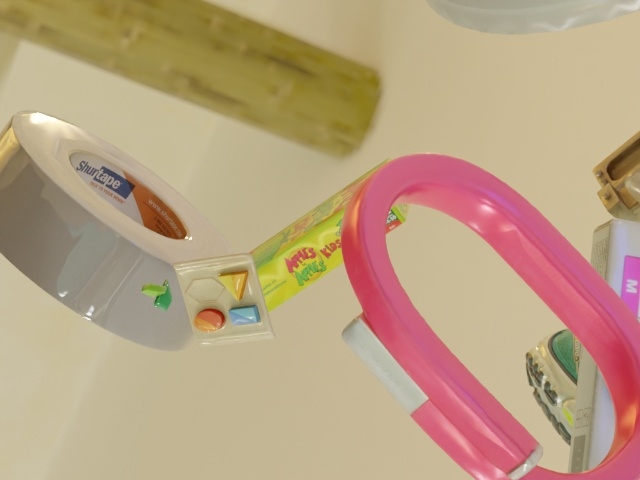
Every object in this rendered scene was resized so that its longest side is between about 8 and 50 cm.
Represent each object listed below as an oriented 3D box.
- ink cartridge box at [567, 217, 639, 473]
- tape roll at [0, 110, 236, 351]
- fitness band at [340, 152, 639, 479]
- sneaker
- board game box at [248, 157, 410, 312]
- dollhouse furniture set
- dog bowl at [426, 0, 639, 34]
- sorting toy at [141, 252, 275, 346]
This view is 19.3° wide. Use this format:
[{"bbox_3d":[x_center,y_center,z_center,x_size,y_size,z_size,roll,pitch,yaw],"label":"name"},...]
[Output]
[{"bbox_3d":[0.348,0.135,1.670,0.060,0.239,0.275,139,-41,-76],"label":"ink cartridge box"},{"bbox_3d":[-0.169,-0.009,1.474,0.072,0.219,0.219,-53,-149,13],"label":"tape roll"},{"bbox_3d":[0.131,0.063,1.349,0.209,0.291,0.054,-40,177,-45],"label":"fitness band"},{"bbox_3d":[0.299,0.183,1.775,0.110,0.107,0.275,-28,-122,-7],"label":"sneaker"},{"bbox_3d":[0.000,0.000,1.769,0.181,0.043,0.092,-34,-169,18],"label":"board game box"},{"bbox_3d":[0.322,-0.093,1.844,0.144,0.123,0.151,-40,-145,16],"label":"dollhouse furniture set"},{"bbox_3d":[0.184,-0.278,1.137,0.349,0.102,0.348,-26,-147,18],"label":"dog bowl"},{"bbox_3d":[-0.074,0.041,1.202,0.083,0.062,0.012,-8,-161,26],"label":"sorting toy"}]
